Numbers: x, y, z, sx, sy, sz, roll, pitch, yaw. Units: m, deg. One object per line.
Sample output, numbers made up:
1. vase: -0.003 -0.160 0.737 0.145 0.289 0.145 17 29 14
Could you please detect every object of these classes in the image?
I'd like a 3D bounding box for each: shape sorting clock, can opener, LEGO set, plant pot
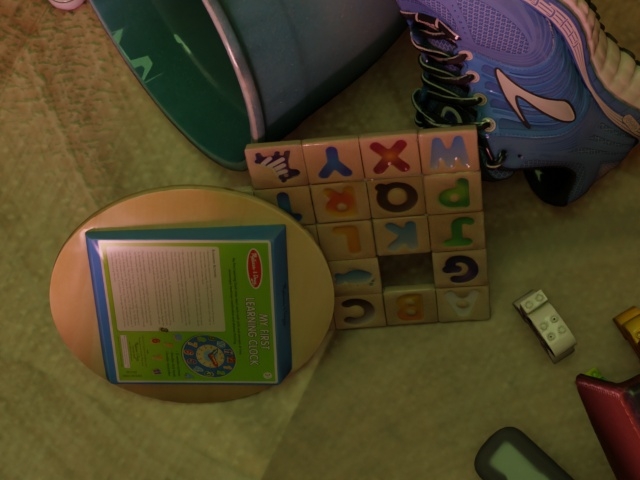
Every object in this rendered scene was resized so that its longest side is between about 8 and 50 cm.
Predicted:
1. shape sorting clock: -0.092 0.041 1.146 0.206 0.206 0.040 -4 39 6
2. can opener: 0.210 0.249 1.113 0.093 0.074 0.280 -42 77 -2
3. LEGO set: 0.234 0.109 1.129 0.087 0.093 0.227 -33 77 -1
4. plant pot: -0.025 -0.231 1.158 0.255 0.272 0.272 -34 76 -17

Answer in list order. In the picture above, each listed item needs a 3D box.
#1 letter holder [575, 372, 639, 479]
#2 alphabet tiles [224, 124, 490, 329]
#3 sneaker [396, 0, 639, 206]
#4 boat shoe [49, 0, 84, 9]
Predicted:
1. letter holder: 0.290 0.189 1.016 0.152 0.214 0.302 -26 92 -7
2. alphabet tiles: 0.000 0.000 1.138 0.237 0.198 0.009 -5 47 6
3. sneaker: 0.120 -0.115 1.091 0.147 0.330 0.130 -52 42 4
4. boat shoe: -0.202 -0.260 1.283 0.049 0.040 0.142 7 79 8
